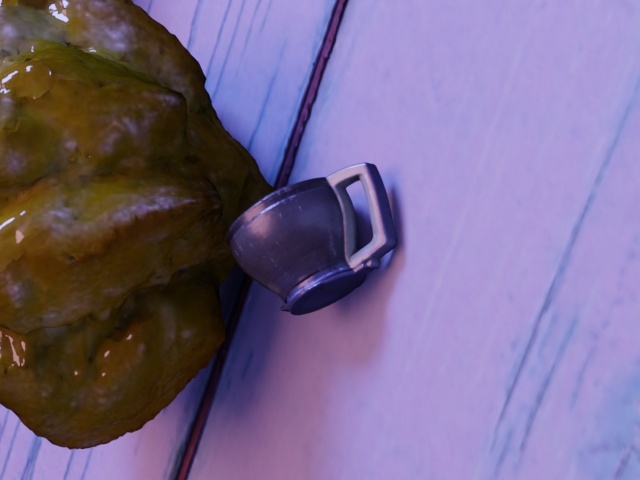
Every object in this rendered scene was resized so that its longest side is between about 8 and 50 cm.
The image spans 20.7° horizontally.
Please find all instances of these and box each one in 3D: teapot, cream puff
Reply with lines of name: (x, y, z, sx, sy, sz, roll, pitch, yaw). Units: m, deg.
teapot: (0.000, 0.000, 0.885, 0.088, 0.066, 0.057, -35, 73, 21)
cream puff: (-0.132, -0.016, 0.956, 0.244, 0.196, 0.244, 56, 172, 12)
